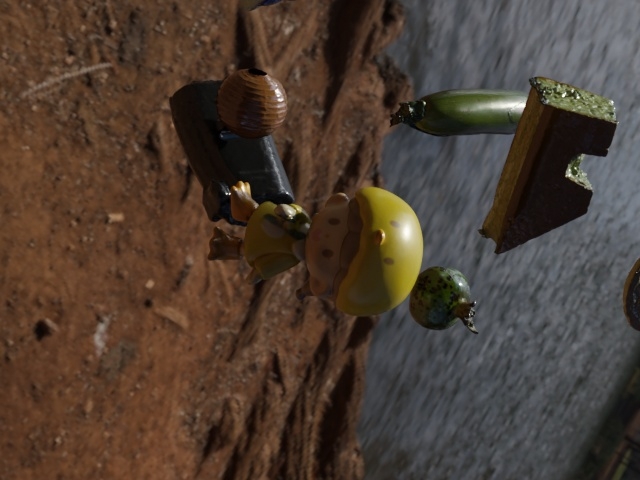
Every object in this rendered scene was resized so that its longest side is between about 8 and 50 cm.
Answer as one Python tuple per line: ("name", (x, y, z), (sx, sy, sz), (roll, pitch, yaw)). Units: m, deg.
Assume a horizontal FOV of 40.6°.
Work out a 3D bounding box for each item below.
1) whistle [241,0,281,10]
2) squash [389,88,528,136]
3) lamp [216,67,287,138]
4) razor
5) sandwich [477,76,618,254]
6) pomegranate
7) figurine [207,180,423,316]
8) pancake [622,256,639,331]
("whistle", (-0.074, -0.377, 1.216), (0.244, 0.110, 0.092), (-27, 167, -43))
("squash", (0.257, -0.221, 1.494), (0.331, 0.087, 0.087), (-6, 127, -33))
("lamp", (-0.129, -0.259, 1.637), (0.136, 0.136, 0.136), (-48, 155, -30))
("razor", (-0.177, -0.179, 1.718), (0.189, 0.327, 0.107), (-9, 149, -23))
("sandwich", (0.315, -0.092, 1.198), (0.122, 0.128, 0.236), (-69, 175, -67))
("pomegranate", (0.228, 0.112, 1.555), (0.122, 0.161, 0.122), (-25, 130, -34))
("figurine", (0.000, 0.000, 1.441), (0.187, 0.343, 0.215), (43, 62, -73))
("pancake", (0.565, 0.084, 1.433), (0.158, 0.158, 0.028), (-61, -163, -1))
